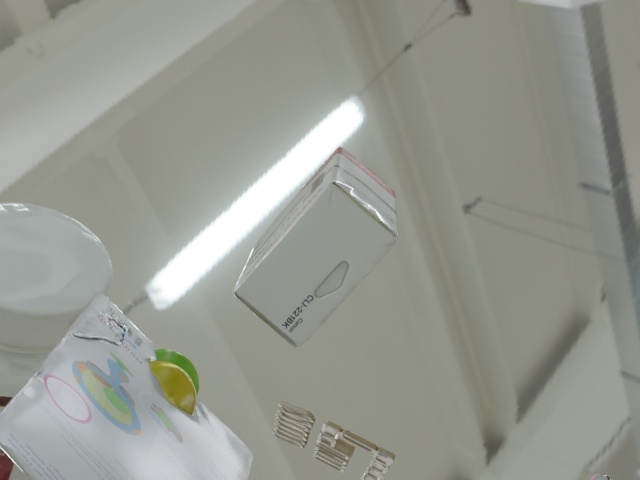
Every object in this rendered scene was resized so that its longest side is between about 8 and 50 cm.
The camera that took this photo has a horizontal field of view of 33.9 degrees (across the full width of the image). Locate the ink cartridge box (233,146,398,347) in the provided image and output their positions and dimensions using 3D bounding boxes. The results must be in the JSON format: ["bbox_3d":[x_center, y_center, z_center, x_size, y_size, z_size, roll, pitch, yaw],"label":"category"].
[{"bbox_3d":[0.000,0.000,1.405,0.114,0.273,0.197,40,-78,-8],"label":"ink cartridge box"}]

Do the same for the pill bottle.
[{"bbox_3d":[-0.398,0.159,1.289,0.224,0.224,0.392,-12,-40,-43],"label":"pill bottle"}]

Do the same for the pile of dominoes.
[{"bbox_3d":[0.021,0.310,1.660,0.040,0.196,0.251,-60,-7,-23],"label":"pile of dominoes"}]

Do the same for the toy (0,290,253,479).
[{"bbox_3d":[-0.096,0.112,0.510,0.056,0.237,0.137,-40,-81,8],"label":"toy"}]

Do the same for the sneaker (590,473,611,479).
[{"bbox_3d":[0.384,0.350,1.378,0.047,0.057,0.119,-90,-10,-55],"label":"sneaker"}]
